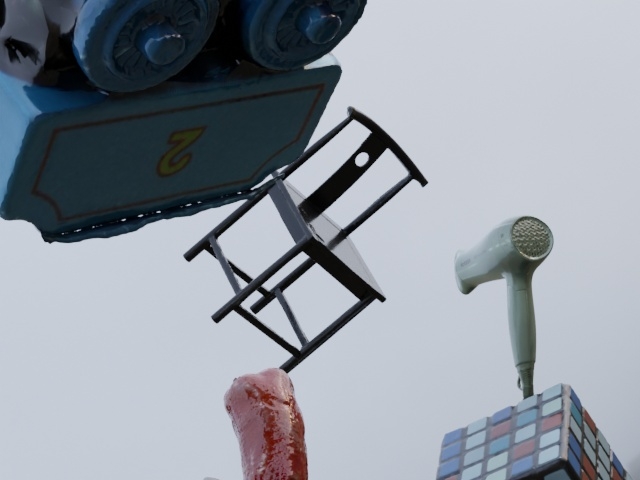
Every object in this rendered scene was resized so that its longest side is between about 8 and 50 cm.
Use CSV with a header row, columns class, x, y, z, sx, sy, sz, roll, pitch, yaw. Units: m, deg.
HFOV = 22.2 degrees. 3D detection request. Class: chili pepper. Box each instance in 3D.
class,x,y,z,sx,sy,sz,roll,pitch,yaw
chili pepper,-0.044,0.168,1.385,0.070,0.123,0.073,-33,-38,32

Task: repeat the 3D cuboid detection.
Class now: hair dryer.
class,x,y,z,sx,sy,sz,roll,pitch,yaw
hair dryer,0.239,0.100,2.095,0.075,0.237,0.206,-3,-14,-21

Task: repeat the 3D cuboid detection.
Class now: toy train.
class,x,y,z,sx,sy,sz,roll,pitch,yaw
toy train,-0.121,-0.144,1.185,0.300,0.188,0.265,-15,-37,-41

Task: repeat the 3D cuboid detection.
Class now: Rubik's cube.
class,x,y,z,sx,sy,sz,roll,pitch,yaw
Rubik's cube,0.255,0.310,1.927,0.182,0.187,0.184,-27,21,22

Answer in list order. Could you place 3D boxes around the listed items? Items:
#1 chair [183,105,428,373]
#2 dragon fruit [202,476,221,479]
class,x,y,z,sx,sy,sz,roll,pitch,yaw
chair,0.000,0.000,1.814,0.260,0.141,0.154,-41,-49,10
dragon fruit,-0.130,0.391,2.015,0.160,0.166,0.172,20,-82,-52
